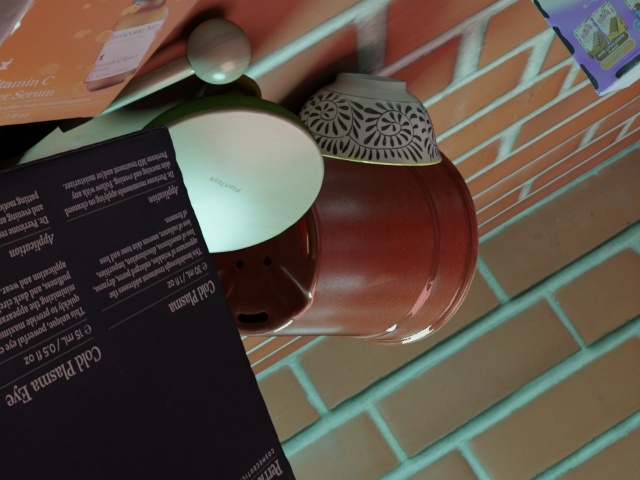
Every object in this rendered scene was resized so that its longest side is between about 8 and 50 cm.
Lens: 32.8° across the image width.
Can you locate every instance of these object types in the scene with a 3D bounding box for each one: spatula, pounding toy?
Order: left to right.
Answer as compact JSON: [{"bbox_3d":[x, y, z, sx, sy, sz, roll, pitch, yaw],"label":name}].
[{"bbox_3d":[-0.153,-0.140,0.791,0.296,0.030,0.084,-38,166,28],"label":"spatula"},{"bbox_3d":[-0.106,-0.102,0.968,0.183,0.110,0.237,-23,140,9],"label":"pounding toy"}]

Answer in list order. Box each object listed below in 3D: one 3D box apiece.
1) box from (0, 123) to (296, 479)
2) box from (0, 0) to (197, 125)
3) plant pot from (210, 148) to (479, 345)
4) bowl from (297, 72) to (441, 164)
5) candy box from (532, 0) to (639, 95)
[{"bbox_3d":[-0.209,0.115,0.757,0.179,0.312,0.343,-17,-174,27],"label":"box"},{"bbox_3d":[-0.149,-0.150,0.613,0.170,0.091,0.130,-40,166,36],"label":"box"},{"bbox_3d":[0.000,0.000,1.267,0.272,0.272,0.265,-40,158,32],"label":"plant pot"},{"bbox_3d":[0.049,-0.134,1.153,0.170,0.080,0.170,6,-168,-1],"label":"bowl"},{"bbox_3d":[0.268,-0.260,0.974,0.070,0.196,0.165,-20,163,-49],"label":"candy box"}]
